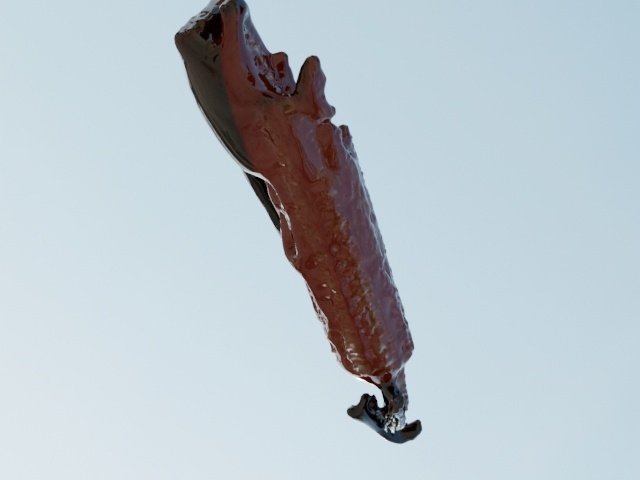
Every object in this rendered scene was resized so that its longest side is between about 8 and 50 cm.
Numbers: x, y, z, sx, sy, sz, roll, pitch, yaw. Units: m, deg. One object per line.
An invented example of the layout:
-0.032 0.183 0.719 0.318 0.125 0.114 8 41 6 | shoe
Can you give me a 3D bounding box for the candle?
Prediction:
0.000 0.000 0.836 0.084 0.059 0.301 18 -42 48 | candle
